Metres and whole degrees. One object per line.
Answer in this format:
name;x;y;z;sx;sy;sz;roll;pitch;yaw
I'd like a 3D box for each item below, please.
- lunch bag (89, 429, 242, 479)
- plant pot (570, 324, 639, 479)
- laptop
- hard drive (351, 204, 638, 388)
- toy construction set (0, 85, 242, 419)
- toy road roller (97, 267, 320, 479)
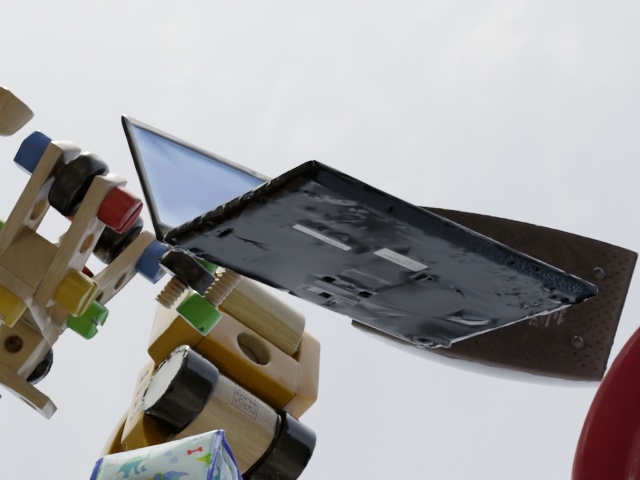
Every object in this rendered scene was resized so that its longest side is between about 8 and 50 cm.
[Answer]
lunch bag;-0.137;0.248;1.380;0.128;0.151;0.096;-16;-67;13
plant pot;0.308;0.161;1.147;0.201;0.180;0.201;-59;-168;20
laptop;0.017;-0.026;1.081;0.264;0.234;0.137;-24;-128;50
hard drive;0.175;0.059;1.591;0.254;0.054;0.172;12;-122;17
toy construction set;-0.277;0.021;1.402;0.237;0.309;0.257;-50;-166;-9
toy road roller;-0.149;0.203;1.948;0.240;0.202;0.329;-45;-160;27
